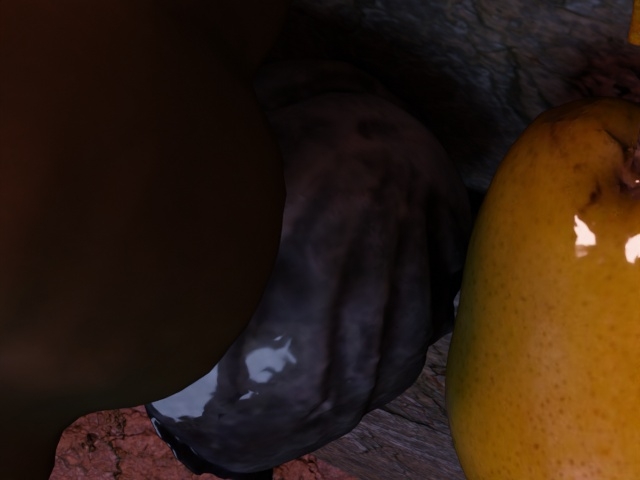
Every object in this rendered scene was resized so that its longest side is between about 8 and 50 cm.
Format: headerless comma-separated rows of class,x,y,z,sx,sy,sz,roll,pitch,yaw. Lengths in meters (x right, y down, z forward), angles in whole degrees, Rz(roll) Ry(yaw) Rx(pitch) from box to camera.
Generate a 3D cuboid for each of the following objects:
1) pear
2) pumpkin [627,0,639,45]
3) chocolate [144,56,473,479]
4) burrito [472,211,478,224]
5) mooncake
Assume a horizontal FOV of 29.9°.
pear,0.203,0.084,0.720,0.336,0.285,0.285,43,158,-23
pumpkin,0.182,-0.111,0.585,0.073,0.035,0.101,23,165,22
chocolate,0.000,0.000,0.834,0.213,0.303,0.303,-19,138,28
burrito,0.162,0.021,0.938,0.309,0.066,0.096,19,166,27
mooncake,-0.242,-0.074,0.618,0.467,0.467,0.262,14,165,37
